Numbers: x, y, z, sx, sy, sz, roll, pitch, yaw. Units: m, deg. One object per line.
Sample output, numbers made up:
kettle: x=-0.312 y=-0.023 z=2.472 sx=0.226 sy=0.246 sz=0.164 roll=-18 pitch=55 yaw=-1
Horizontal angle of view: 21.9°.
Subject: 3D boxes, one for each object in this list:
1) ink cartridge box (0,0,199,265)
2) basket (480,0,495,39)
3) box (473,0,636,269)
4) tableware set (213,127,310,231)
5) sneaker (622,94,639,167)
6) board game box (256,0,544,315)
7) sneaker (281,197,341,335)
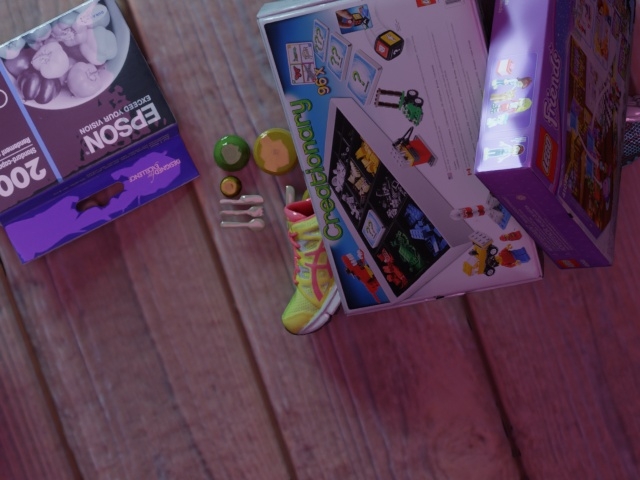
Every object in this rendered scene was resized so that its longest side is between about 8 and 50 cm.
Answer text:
ink cartridge box: x=-0.254 y=-0.110 z=1.646 sx=0.206 sy=0.045 sz=0.208 roll=-28 pitch=96 yaw=-6
basket: x=0.127 y=-0.143 z=1.588 sx=0.154 sy=0.204 sz=0.226 roll=-28 pitch=106 yaw=-32
box: x=0.219 y=-0.147 z=1.508 sx=0.057 sy=0.201 sz=0.293 roll=-5 pitch=62 yaw=30
tableware set: x=-0.031 y=-0.062 z=1.673 sx=0.154 sy=0.024 sz=0.104 roll=-2 pitch=94 yaw=3
sneaker: x=0.305 y=-0.104 z=1.645 sx=0.167 sy=0.065 sz=0.076 roll=2 pitch=112 yaw=5
board game box: x=0.077 y=-0.089 z=1.507 sx=0.193 sy=0.053 sz=0.305 roll=-11 pitch=112 yaw=13
sneaker: x=0.000 y=0.000 z=1.631 sx=0.094 sy=0.081 sz=0.208 roll=24 pitch=116 yaw=-7
